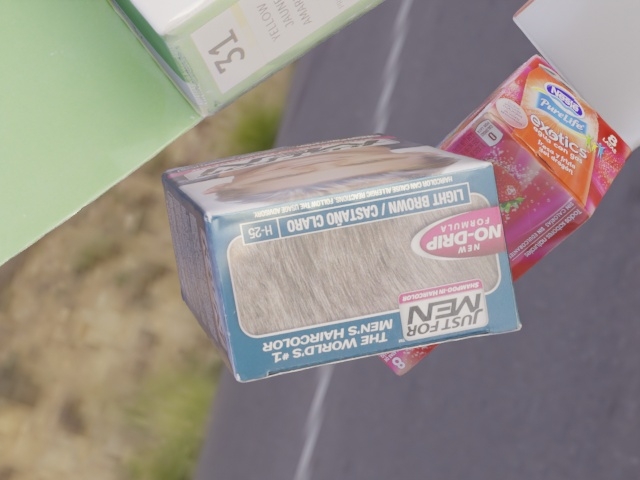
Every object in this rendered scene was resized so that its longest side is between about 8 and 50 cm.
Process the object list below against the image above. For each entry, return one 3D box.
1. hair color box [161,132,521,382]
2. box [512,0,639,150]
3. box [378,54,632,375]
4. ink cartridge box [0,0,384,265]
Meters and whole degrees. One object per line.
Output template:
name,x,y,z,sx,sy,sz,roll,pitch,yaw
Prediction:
hair color box,0.000,0.000,1.283,0.347,0.173,0.105,-146,46,-79
box,0.374,-0.269,1.778,0.345,0.168,0.215,-40,2,31
box,0.123,-0.019,1.659,0.257,0.122,0.128,-44,3,37
ink cartridge box,-0.082,-0.101,0.645,0.171,0.235,0.056,51,172,35
